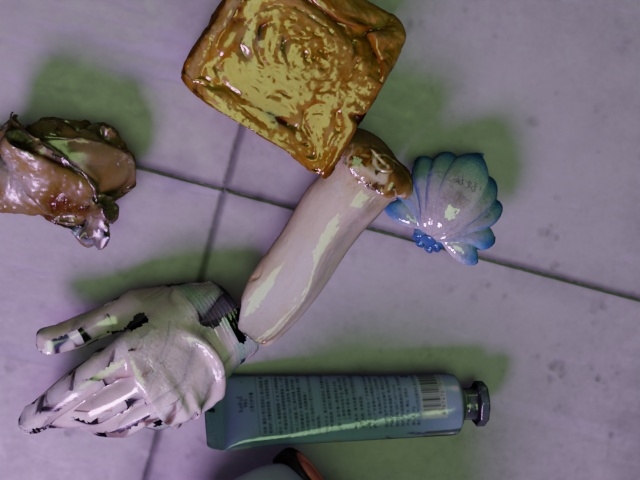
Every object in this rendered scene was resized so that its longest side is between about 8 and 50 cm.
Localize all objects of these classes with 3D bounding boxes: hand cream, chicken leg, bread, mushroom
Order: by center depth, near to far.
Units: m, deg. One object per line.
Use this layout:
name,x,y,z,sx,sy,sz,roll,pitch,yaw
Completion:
bread,-0.028,-0.154,0.868,0.158,0.143,0.149,24,99,-15
chicken leg,-0.260,-0.053,0.899,0.196,0.080,0.125,2,115,-6
mushroom,0.000,0.000,0.915,0.084,0.071,0.209,36,92,10
hand cream,0.025,0.157,0.981,0.271,0.091,0.058,0,135,-10

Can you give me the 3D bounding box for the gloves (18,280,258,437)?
gloves,-0.169,0.119,0.928,0.212,0.111,0.127,-33,124,-19

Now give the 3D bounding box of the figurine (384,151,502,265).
figurine,0.122,-0.040,0.951,0.114,0.079,0.114,2,65,-5

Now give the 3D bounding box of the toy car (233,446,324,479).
toy car,-0.017,0.336,0.919,0.180,0.212,0.270,-38,134,3
